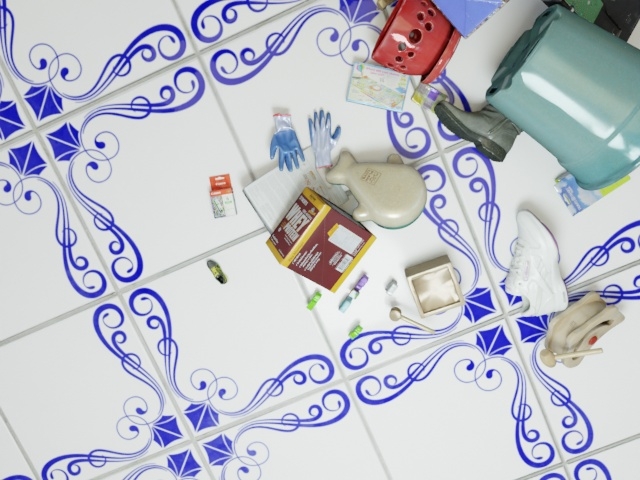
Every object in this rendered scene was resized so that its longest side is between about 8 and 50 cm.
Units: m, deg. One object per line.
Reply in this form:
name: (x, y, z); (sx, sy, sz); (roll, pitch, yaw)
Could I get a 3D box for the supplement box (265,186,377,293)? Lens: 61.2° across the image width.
supplement box: (0.000, 0.000, 1.419); (0.194, 0.129, 0.191); (31, 100, -33)

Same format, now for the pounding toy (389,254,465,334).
pounding toy: (0.286, 0.162, 1.499); (0.206, 0.094, 0.181); (-20, 101, 10)

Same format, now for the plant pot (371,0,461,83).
plant pot: (0.243, -0.499, 1.337); (0.174, 0.191, 0.191); (26, 99, -6)

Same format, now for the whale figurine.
whale figurine: (0.151, -0.134, 1.444); (0.272, 0.141, 0.216); (28, 77, 18)

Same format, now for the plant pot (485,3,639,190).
plant pot: (0.600, -0.349, 1.271); (0.334, 0.341, 0.341); (32, 99, -6)

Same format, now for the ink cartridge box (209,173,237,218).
ink cartridge box: (-0.271, -0.122, 1.493); (0.062, 0.029, 0.115); (-9, 100, 3)

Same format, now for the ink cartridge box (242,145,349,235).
ink cartridge box: (-0.068, -0.123, 1.489); (0.232, 0.066, 0.189); (-35, 97, -15)

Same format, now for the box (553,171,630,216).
box: (0.722, -0.158, 1.457); (0.178, 0.042, 0.109); (-35, 96, 7)

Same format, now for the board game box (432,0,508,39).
board game box: (0.378, -0.661, 1.262); (0.232, 0.141, 0.291); (48, 63, -6)

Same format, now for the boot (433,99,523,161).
boot: (0.430, -0.333, 1.424); (0.246, 0.083, 0.161); (33, 91, -12)

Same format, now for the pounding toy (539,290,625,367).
pounding toy: (0.713, 0.277, 1.456); (0.269, 0.155, 0.154); (-35, 131, -4)

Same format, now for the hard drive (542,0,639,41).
hard drive: (0.664, -0.615, 1.286); (0.339, 0.064, 0.237); (18, 101, -37)

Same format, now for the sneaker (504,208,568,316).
sneaker: (0.566, 0.069, 1.463); (0.152, 0.114, 0.305); (-18, 99, 4)

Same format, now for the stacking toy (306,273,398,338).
stacking toy: (0.091, 0.151, 1.524); (0.167, 0.052, 0.221); (37, 100, -3)

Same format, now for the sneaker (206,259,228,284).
sneaker: (-0.290, 0.090, 1.527); (0.031, 0.035, 0.083); (-40, 96, 7)

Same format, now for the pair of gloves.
pair of gloves: (-0.040, -0.267, 1.449); (0.198, 0.023, 0.159); (-6, 95, -7)

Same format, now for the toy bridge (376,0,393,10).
toy bridge: (0.217, -0.648, 1.375); (0.188, 0.063, 0.026); (-38, 97, 6)

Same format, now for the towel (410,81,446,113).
towel: (0.289, -0.382, 1.446); (0.083, 0.009, 0.060); (31, 98, -4)

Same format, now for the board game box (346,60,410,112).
board game box: (0.153, -0.406, 1.437); (0.154, 0.026, 0.103); (12, 100, -1)
